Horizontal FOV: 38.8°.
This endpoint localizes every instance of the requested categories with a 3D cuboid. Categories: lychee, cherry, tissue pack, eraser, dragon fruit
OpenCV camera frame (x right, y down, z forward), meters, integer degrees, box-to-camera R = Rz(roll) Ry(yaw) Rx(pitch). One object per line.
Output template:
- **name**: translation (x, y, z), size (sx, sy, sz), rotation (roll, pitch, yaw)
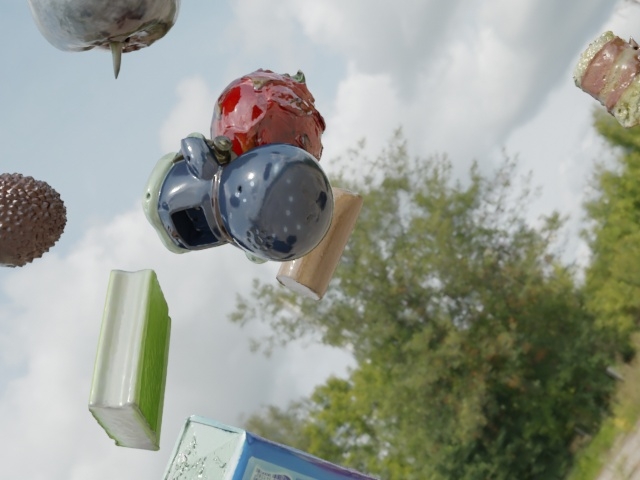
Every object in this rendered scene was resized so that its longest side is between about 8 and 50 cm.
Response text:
- **lychee**: translation (-0.381, -0.025, 1.129), size (0.129, 0.123, 0.123), rotation (-6, -41, -17)
- **cherry**: translation (-0.323, -0.386, 1.331), size (0.218, 0.296, 0.255), rotation (-20, 1, 20)
- **tissue pack**: translation (-0.069, 0.354, 1.143), size (0.263, 0.146, 0.198), rotation (30, -106, -38)
- **eraser**: translation (-0.324, 0.212, 1.595), size (0.210, 0.092, 0.274), rotation (84, -176, -56)
- **dragon fruit**: translation (-0.075, -0.155, 1.307), size (0.172, 0.172, 0.209), rotation (83, -175, -62)

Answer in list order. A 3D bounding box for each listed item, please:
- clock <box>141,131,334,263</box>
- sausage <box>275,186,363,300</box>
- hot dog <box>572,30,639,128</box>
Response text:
- **clock**: translation (-0.098, -0.046, 1.193), size (0.146, 0.243, 0.199), rotation (-61, -40, -45)
- **sausage**: translation (0.000, 0.000, 2.079), size (0.252, 0.123, 0.123), rotation (-65, -17, -11)
- **hot dog**: translation (0.603, -0.320, 1.814), size (0.103, 0.213, 0.146), rotation (-7, -36, -46)
